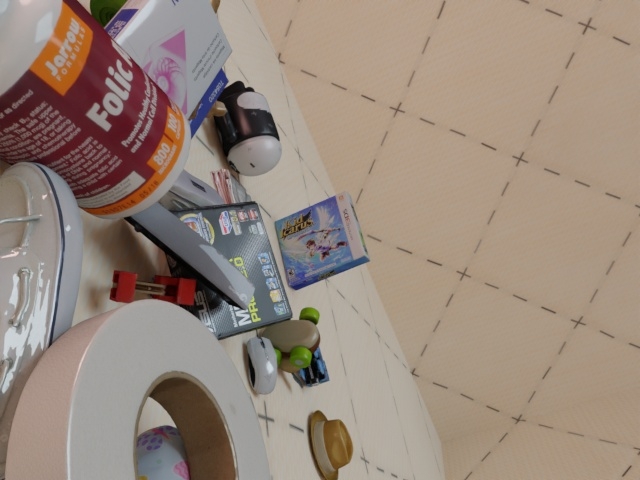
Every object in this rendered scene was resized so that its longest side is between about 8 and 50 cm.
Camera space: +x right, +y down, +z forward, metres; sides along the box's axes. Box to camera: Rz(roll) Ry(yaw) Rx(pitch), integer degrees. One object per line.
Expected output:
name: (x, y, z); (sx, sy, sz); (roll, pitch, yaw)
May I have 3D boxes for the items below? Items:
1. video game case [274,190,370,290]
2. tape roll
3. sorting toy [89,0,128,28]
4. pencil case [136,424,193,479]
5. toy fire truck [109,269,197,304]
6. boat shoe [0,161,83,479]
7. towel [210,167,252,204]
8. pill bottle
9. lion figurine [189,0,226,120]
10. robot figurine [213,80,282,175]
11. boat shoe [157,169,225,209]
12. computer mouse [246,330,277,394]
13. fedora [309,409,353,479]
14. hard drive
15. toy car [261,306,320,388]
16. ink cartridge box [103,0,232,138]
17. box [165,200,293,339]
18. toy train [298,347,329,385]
video game case: (0.000, 0.000, 1.765); (0.061, 0.269, 0.244); (43, 28, -58)
tape roll: (-0.170, 0.258, 0.619); (0.392, 0.072, 0.392); (-21, 90, -78)
sorting toy: (-0.424, -0.412, 1.131); (0.365, 0.127, 0.126); (59, 39, -45)
pencil case: (-0.221, 0.362, 0.669); (0.273, 0.113, 0.124); (-82, 166, -64)
toy fire truck: (-0.279, 0.079, 0.911); (0.192, 0.135, 0.047); (175, -77, -68)
boat shoe: (-0.362, 0.058, 0.574); (0.156, 0.136, 0.367); (39, 42, -59)
towel: (-0.174, 0.001, 1.383); (0.332, 0.053, 0.317); (72, -2, -81)
pill bottle: (-0.367, -0.207, 0.717); (0.392, 0.224, 0.224); (48, 25, -57)
lion figurine: (-0.312, -0.506, 1.381); (0.240, 0.142, 0.392); (-99, -169, -61)
robot figurine: (-0.220, -0.326, 1.624); (0.173, 0.209, 0.278); (-40, -114, 59)
boat shoe: (-0.300, -0.099, 1.125); (0.258, 0.084, 0.095); (38, 19, -51)
computer mouse: (-0.132, 0.256, 1.262); (0.106, 0.042, 0.193); (7, 57, -35)
fedora: (0.038, 0.551, 1.482); (0.194, 0.079, 0.194); (-21, 90, -76)
hard drive: (-0.228, 0.022, 0.953); (0.254, 0.054, 0.172); (42, -15, -13)
toy car: (-0.060, 0.290, 1.402); (0.155, 0.149, 0.188); (-78, 158, -46)
ink cartridge box: (-0.303, -0.362, 1.160); (0.324, 0.071, 0.330); (-68, 151, -28)
box: (-0.193, 0.060, 1.118); (0.216, 0.060, 0.270); (-9, 75, -40)
toy train: (-0.033, 0.328, 1.564); (0.105, 0.080, 0.184); (61, 10, -67)
